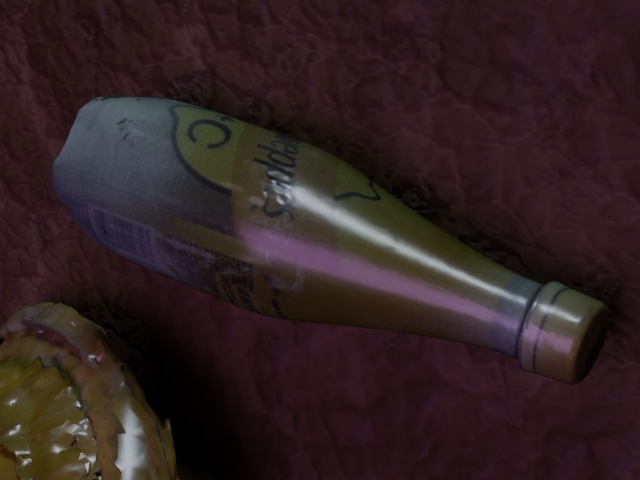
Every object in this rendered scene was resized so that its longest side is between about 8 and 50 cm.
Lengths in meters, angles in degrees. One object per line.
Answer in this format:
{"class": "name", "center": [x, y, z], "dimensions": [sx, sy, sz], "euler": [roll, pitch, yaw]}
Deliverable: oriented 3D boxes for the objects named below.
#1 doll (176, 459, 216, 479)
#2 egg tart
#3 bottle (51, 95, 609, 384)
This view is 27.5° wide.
{"class": "doll", "center": [-0.074, 0.167, 0.734], "dimensions": [0.062, 0.051, 0.093], "euler": [15, 143, 31]}
{"class": "egg tart", "center": [-0.173, 0.179, 0.709], "dimensions": [0.291, 0.107, 0.290], "euler": [-7, 82, 55]}
{"class": "bottle", "center": [0.000, 0.000, 0.588], "dimensions": [0.270, 0.083, 0.083], "euler": [19, 116, 27]}
